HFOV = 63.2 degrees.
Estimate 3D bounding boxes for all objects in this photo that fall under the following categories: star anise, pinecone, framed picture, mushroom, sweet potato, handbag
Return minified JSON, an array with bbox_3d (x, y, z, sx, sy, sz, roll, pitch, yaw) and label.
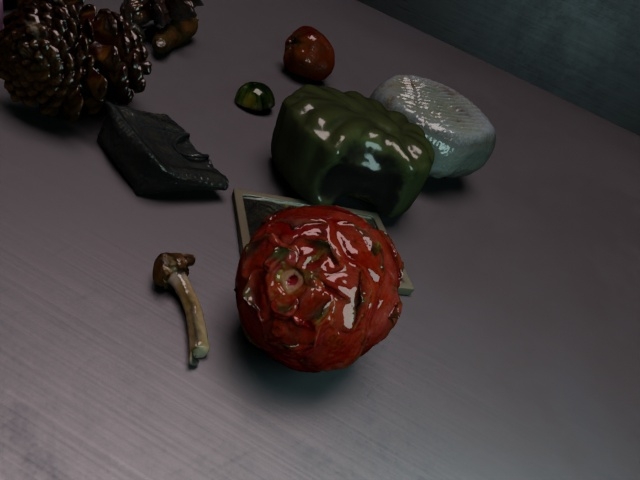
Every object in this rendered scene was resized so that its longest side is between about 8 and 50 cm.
[{"bbox_3d":[-0.448,-0.655,1.430,0.223,0.109,0.236,-6,37,5],"label":"star anise"},{"bbox_3d":[-0.459,-0.347,1.008,0.246,0.246,0.292,35,21,16],"label":"pinecone"},{"bbox_3d":[0.000,0.000,0.980,0.324,0.020,0.240,9,37,-21],"label":"framed picture"},{"bbox_3d":[-0.188,0.087,0.726,0.060,0.061,0.187,0,45,-38],"label":"mushroom"},{"bbox_3d":[-0.414,-0.578,1.457,0.075,0.075,0.273,22,37,-3],"label":"sweet potato"},{"bbox_3d":[-0.303,-0.174,0.986,0.175,0.089,0.270,-7,45,-47],"label":"handbag"}]

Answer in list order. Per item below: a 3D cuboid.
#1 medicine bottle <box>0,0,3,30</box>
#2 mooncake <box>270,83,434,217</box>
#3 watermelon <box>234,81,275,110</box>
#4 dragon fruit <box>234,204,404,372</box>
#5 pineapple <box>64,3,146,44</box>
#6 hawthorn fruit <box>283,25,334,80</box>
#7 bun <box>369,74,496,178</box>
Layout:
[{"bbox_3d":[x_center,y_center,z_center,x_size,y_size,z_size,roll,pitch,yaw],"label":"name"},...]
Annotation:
[{"bbox_3d":[-0.802,-0.502,1.010,0.315,0.202,0.202,-2,43,-32],"label":"medicine bottle"},{"bbox_3d":[0.069,-0.203,1.132,0.351,0.187,0.351,14,32,-9],"label":"mooncake"},{"bbox_3d":[-0.167,-0.376,1.340,0.105,0.062,0.105,10,33,-6],"label":"watermelon"},{"bbox_3d":[-0.004,0.061,0.722,0.241,0.241,0.252,19,24,-7],"label":"dragon fruit"},{"bbox_3d":[-0.545,-0.497,1.240,0.248,0.128,0.128,7,38,-33],"label":"pineapple"},{"bbox_3d":[-0.015,-0.569,1.634,0.203,0.163,0.163,21,30,-37],"label":"hawthorn fruit"},{"bbox_3d":[0.278,-0.293,1.379,0.354,0.194,0.354,15,39,-13],"label":"bun"}]
